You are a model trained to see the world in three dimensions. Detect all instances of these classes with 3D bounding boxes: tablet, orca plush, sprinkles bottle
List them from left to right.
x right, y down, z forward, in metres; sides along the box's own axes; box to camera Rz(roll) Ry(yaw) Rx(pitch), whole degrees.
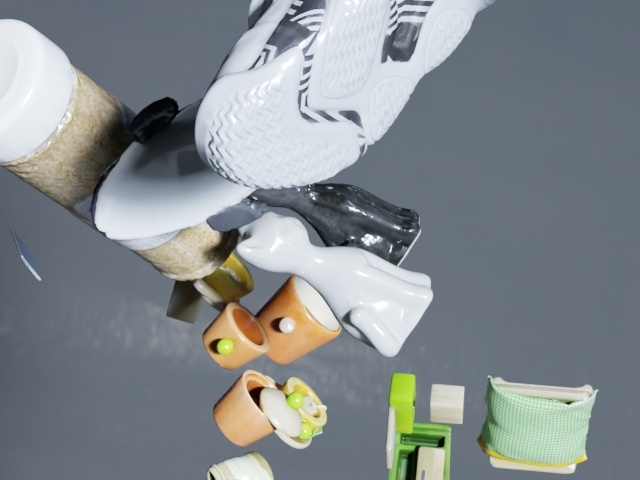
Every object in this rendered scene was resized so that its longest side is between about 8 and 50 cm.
[{"bbox_3d":[-0.435,0.021,2.055,0.006,0.054,0.083,-33,38,-4],"label":"tablet"},{"bbox_3d":[-0.209,-0.075,1.333,0.121,0.121,0.355,39,0,36],"label":"sprinkles bottle"},{"bbox_3d":[-0.082,-0.112,1.192,0.151,0.287,0.102,28,30,-30],"label":"orca plush"}]

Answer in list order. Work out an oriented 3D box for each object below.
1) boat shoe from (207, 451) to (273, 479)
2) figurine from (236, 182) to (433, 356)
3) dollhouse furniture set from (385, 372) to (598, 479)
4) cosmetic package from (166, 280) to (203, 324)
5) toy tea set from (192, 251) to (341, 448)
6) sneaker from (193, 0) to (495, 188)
[{"bbox_3d":[-0.062,0.244,1.099,0.048,0.153,0.056,-10,16,-32],"label":"boat shoe"},{"bbox_3d":[0.000,0.000,1.424,0.209,0.092,0.215,29,25,-18],"label":"figurine"},{"bbox_3d":[0.248,0.315,2.055,0.301,0.198,0.151,4,52,7],"label":"dollhouse furniture set"},{"bbox_3d":[-0.171,0.048,1.880,0.041,0.115,0.060,17,24,0],"label":"cosmetic package"},{"bbox_3d":[-0.043,0.122,1.660,0.200,0.124,0.336,39,22,-32],"label":"toy tea set"},{"bbox_3d":[-0.015,-0.185,1.018,0.210,0.137,0.366,24,54,28],"label":"sneaker"}]
